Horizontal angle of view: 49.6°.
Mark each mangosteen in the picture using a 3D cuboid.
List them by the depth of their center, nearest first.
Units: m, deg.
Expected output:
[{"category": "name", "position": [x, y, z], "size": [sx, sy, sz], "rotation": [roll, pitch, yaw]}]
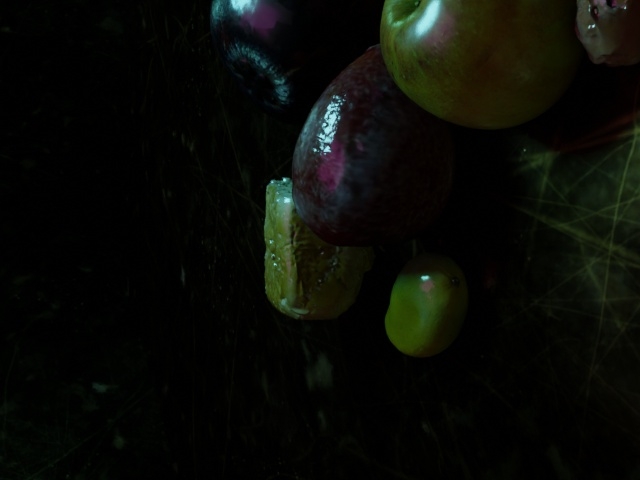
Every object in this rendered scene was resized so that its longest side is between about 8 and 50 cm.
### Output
[{"category": "mangosteen", "position": [-0.009, -0.325, 1.053], "size": [0.300, 0.300, 0.300], "rotation": [13, 104, 61]}]

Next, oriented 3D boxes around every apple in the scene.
[{"category": "apple", "position": [0.183, -0.236, 0.788], "size": [0.237, 0.208, 0.236], "rotation": [-41, 39, 47]}]

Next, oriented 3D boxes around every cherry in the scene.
[{"category": "cherry", "position": [0.074, -0.111, 0.940], "size": [0.203, 0.230, 0.300], "rotation": [40, 134, 54]}]

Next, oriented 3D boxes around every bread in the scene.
[{"category": "bread", "position": [0.000, 0.000, 1.162], "size": [0.195, 0.176, 0.246], "rotation": [-143, 51, -70]}]

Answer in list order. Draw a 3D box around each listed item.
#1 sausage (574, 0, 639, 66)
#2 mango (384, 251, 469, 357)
[{"category": "sausage", "position": [0.305, -0.371, 0.623], "size": [0.094, 0.094, 0.418], "rotation": [24, 113, 49]}, {"category": "mango", "position": [0.152, 0.099, 0.991], "size": [0.122, 0.086, 0.191], "rotation": [50, 146, 34]}]
